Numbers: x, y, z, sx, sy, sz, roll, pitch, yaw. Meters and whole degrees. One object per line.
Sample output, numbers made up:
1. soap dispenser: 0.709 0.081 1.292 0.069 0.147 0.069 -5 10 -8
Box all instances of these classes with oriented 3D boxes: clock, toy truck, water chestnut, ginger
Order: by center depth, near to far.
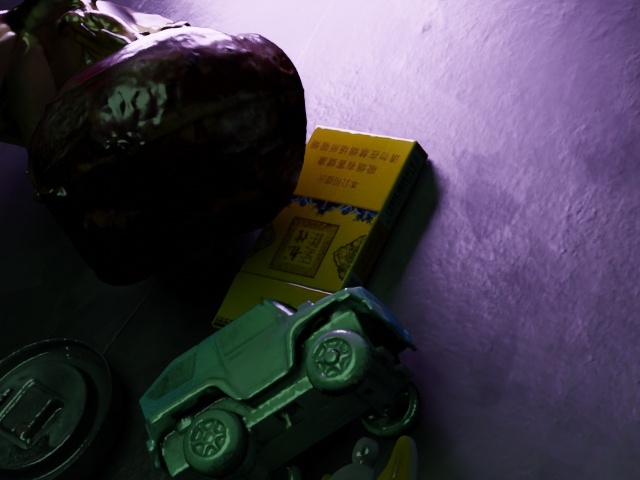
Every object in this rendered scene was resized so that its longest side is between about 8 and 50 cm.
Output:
1. toy truck: -0.039 0.156 1.567 0.279 0.155 0.156 -34 54 10
2. water chestnut: -0.189 -0.138 1.758 0.335 0.335 0.347 -27 82 17
3. clock: -0.330 0.213 1.806 0.215 0.042 0.215 -15 47 17
4. ginger: -0.345 -0.169 1.953 0.413 0.358 0.211 -24 84 -1

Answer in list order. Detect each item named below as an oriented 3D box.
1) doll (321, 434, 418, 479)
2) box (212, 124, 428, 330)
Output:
1. doll: 0.029 0.335 1.443 0.103 0.145 0.316 5 62 -5
2. box: 0.000 -0.001 1.749 0.153 0.041 0.279 12 67 39
